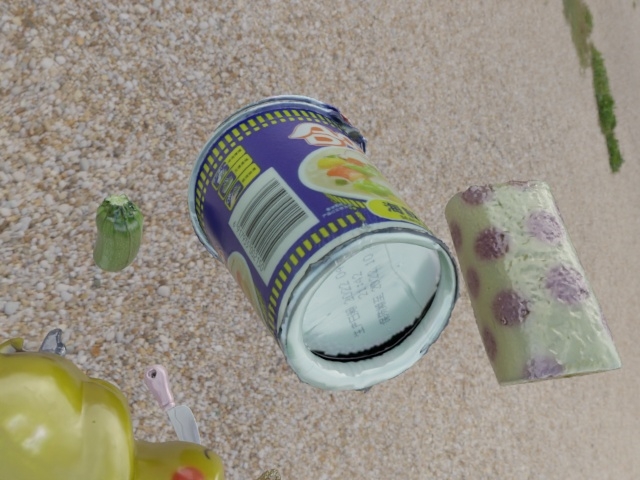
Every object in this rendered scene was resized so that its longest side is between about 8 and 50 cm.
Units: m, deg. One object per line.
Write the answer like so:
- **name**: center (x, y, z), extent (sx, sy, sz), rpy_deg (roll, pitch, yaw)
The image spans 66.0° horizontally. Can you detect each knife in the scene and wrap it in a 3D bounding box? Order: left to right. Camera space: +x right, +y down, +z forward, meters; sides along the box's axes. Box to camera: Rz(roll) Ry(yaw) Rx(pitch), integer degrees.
- **knife**: center (-0.424, 0.519, 1.470), extent (0.336, 0.081, 0.043), rpy_deg (57, -3, 12)

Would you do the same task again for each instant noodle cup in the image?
- **instant noodle cup**: center (0.000, 0.000, 0.598), extent (0.284, 0.312, 0.284), rpy_deg (-11, 122, -18)

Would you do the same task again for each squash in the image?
- **squash**: center (-0.335, -0.006, 0.814), extent (0.077, 0.219, 0.068), rpy_deg (40, 53, 1)

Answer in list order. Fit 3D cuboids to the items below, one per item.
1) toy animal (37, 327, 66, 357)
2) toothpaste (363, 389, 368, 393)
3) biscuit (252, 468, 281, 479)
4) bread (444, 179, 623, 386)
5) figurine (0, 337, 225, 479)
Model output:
- **toy animal**: center (-0.373, 0.320, 0.686), extent (0.206, 0.081, 0.367), rpy_deg (-26, 87, -56)
- **toothpaste**: center (0.102, 0.322, 1.065), extent (0.024, 0.083, 0.015), rpy_deg (-39, 75, -6)
- **biscuit**: center (-0.091, 0.477, 0.762), extent (0.131, 0.026, 0.236), rpy_deg (-25, 115, -31)
- **bread**: center (0.344, 0.067, 0.830), extent (0.155, 0.187, 0.338), rpy_deg (98, -14, -63)
- **figurine**: center (-0.177, 0.215, 0.384), extent (0.327, 0.218, 0.169), rpy_deg (38, 72, -10)
